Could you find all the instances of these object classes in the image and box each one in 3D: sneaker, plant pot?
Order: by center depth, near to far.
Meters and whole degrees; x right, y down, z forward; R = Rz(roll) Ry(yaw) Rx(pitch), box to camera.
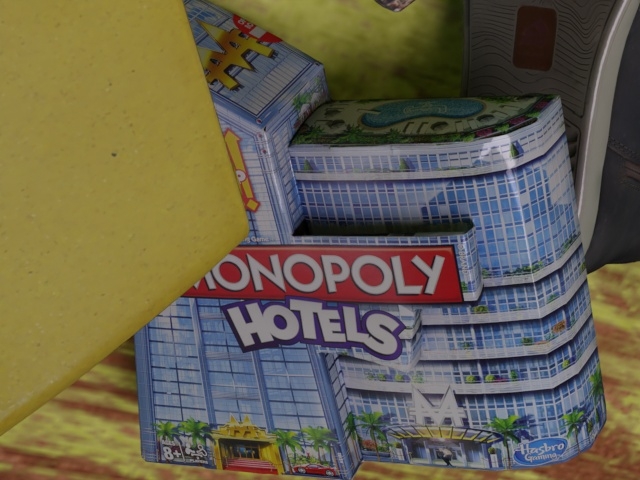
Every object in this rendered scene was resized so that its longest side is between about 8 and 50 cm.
[{"bbox_3d":[-0.139,-0.060,0.467,0.187,0.212,0.212,-21,127,-6],"label":"plant pot"},{"bbox_3d":[0.119,-0.092,0.663,0.118,0.083,0.222,-6,112,-54],"label":"sneaker"}]

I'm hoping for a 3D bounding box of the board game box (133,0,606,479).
[{"bbox_3d":[0.000,0.000,0.618,0.194,0.060,0.194,0,120,27],"label":"board game box"}]

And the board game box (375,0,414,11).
[{"bbox_3d":[0.051,-0.249,0.431,0.291,0.141,0.232,-34,130,22],"label":"board game box"}]
